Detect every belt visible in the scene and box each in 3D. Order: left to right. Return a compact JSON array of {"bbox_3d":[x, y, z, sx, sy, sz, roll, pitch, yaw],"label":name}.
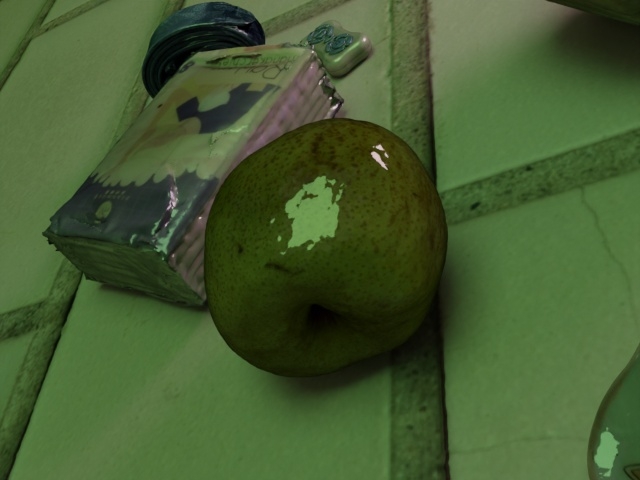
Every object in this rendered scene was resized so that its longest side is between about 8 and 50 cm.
[{"bbox_3d":[-0.168,-0.265,1.087,0.190,0.141,0.082,-18,44,17],"label":"belt"}]

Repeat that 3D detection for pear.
[{"bbox_3d":[0.000,0.000,0.668,0.229,0.188,0.211,-23,44,19],"label":"pear"}]

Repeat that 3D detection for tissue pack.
[{"bbox_3d":[-0.151,-0.095,0.922,0.242,0.125,0.343,7,54,40],"label":"tissue pack"}]

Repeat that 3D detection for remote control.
[{"bbox_3d":[0.018,-0.273,1.046,0.074,0.032,0.122,-41,39,-5],"label":"remote control"}]

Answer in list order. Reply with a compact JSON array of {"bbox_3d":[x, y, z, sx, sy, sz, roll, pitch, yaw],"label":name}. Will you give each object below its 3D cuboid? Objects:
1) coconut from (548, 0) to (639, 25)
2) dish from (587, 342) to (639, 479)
[{"bbox_3d":[0.312,-0.356,0.724,0.329,0.329,0.328,-20,42,19],"label":"coconut"},{"bbox_3d":[0.267,0.131,0.413,0.229,0.081,0.229,-38,39,39],"label":"dish"}]
